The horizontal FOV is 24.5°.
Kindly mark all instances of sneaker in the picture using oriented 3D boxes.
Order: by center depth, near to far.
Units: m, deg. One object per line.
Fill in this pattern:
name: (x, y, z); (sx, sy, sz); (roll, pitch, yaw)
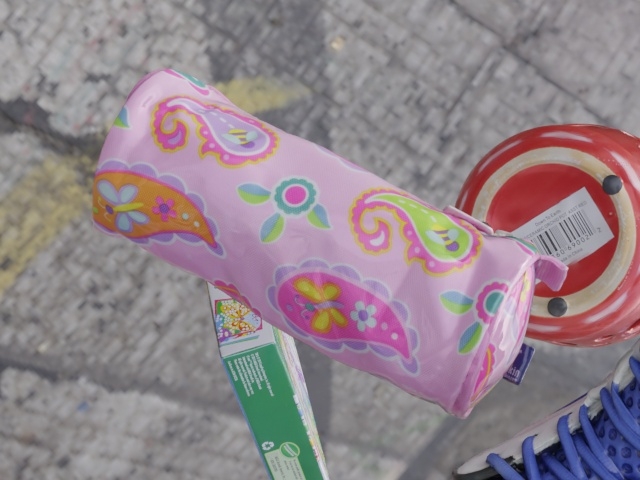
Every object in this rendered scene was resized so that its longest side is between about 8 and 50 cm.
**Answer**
sneaker: (0.175, 0.118, 0.776); (0.182, 0.127, 0.315); (-24, 151, -19)

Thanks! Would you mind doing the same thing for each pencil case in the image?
pencil case: (0.000, 0.000, 0.901); (0.124, 0.284, 0.124); (-56, 163, -27)

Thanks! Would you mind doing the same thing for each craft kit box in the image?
craft kit box: (-0.057, 0.101, 1.414); (0.061, 0.246, 0.249); (-19, 133, -2)

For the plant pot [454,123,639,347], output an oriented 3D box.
plant pot: (0.204, -0.007, 1.204); (0.191, 0.191, 0.174); (-57, 160, 9)
